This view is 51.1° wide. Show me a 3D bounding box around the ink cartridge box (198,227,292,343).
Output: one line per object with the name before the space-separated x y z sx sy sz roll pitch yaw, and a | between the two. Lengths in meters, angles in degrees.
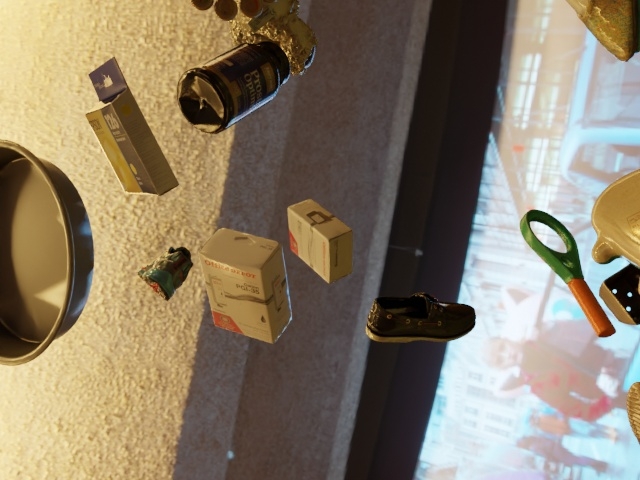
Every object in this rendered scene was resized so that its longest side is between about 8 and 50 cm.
ink cartridge box | -0.205 0.126 1.849 0.117 0.207 0.283 -53 -32 -43

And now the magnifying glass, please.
magnifying glass | 0.366 0.042 0.987 0.092 0.231 0.026 7 -43 -27

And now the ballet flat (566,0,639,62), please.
ballet flat | 0.324 -0.391 0.819 0.123 0.123 0.348 -32 -63 -56

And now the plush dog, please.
plush dog | -0.127 -0.478 1.432 0.210 0.225 0.262 9 -100 -26

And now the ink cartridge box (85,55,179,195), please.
ink cartridge box | -0.468 -0.253 1.568 0.072 0.303 0.307 -34 -70 -22

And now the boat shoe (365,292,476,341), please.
boat shoe | 0.113 0.080 0.715 0.133 0.049 0.042 0 -62 -22

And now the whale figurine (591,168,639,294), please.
whale figurine | 0.581 -0.003 1.153 0.141 0.216 0.272 39 -146 -28

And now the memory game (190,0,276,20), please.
memory game | -0.138 -0.431 1.030 0.012 0.186 0.186 -179 101 -81

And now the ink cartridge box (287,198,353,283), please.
ink cartridge box | 0.000 0.000 1.359 0.063 0.150 0.109 -23 -50 -27

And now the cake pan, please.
cake pan | -0.403 0.016 0.884 0.054 0.293 0.293 -5 -76 -58

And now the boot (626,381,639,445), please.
boot | 0.741 0.368 1.341 0.090 0.207 0.248 -111 2 -80

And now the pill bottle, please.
pill bottle | -0.153 -0.292 1.239 0.219 0.123 0.123 -44 -43 -44

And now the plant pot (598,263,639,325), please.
plant pot | 0.643 0.113 1.387 0.109 0.109 0.096 -31 -15 -9

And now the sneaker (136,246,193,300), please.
sneaker | -0.356 0.074 1.602 0.125 0.262 0.104 -46 -75 -14
